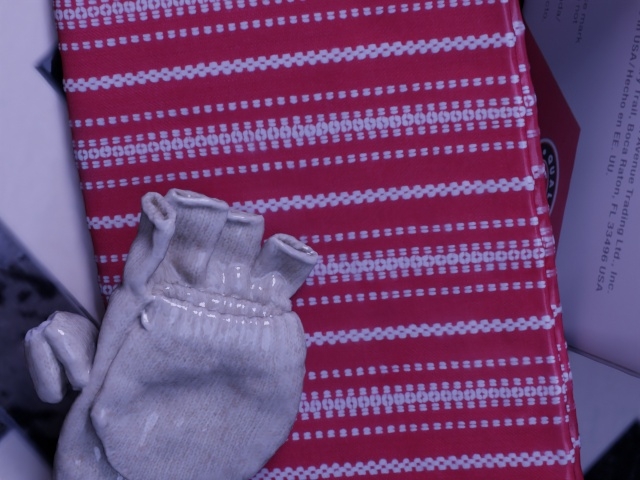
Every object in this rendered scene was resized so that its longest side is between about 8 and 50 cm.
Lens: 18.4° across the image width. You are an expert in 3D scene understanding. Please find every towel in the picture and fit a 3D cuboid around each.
[{"bbox_3d":[0.000,0.000,0.837,0.199,0.031,0.274,-6,103,11],"label":"towel"}]

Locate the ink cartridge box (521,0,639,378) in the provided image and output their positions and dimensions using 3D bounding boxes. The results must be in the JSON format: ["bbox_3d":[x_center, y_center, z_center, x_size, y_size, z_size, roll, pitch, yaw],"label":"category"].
[{"bbox_3d":[0.232,-0.061,0.772,0.160,0.385,0.279,10,96,-23],"label":"ink cartridge box"}]

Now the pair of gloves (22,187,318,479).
[{"bbox_3d":[-0.128,0.057,0.804,0.240,0.042,0.204,21,105,-16],"label":"pair of gloves"}]
